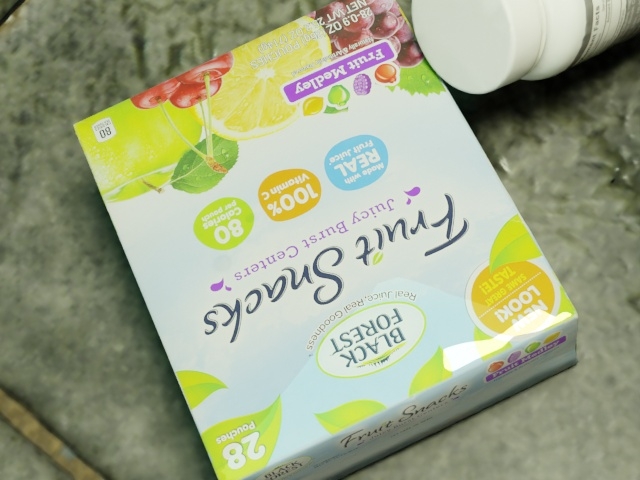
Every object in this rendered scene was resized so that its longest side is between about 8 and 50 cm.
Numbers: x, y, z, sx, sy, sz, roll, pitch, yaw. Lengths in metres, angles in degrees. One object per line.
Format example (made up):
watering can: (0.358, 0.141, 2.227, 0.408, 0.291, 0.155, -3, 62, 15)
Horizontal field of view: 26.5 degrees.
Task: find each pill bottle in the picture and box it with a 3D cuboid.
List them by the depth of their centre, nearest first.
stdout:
pill bottle: (0.114, -0.123, 0.651, 0.137, 0.078, 0.078, -27, 59, -32)

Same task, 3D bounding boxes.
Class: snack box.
snack box: (0.000, 0.000, 0.652, 0.174, 0.070, 0.207, -26, 65, -2)
